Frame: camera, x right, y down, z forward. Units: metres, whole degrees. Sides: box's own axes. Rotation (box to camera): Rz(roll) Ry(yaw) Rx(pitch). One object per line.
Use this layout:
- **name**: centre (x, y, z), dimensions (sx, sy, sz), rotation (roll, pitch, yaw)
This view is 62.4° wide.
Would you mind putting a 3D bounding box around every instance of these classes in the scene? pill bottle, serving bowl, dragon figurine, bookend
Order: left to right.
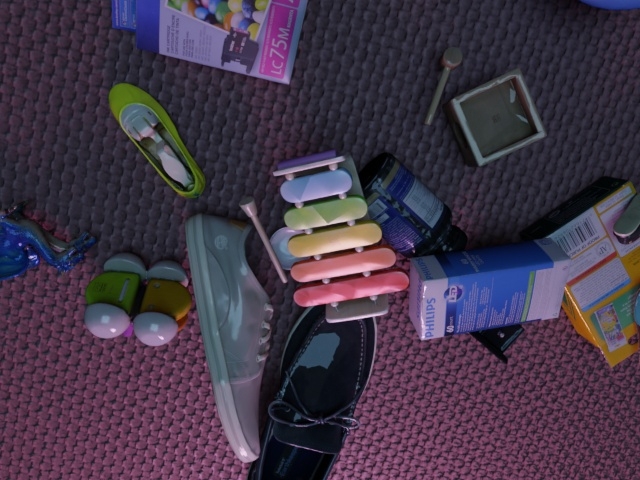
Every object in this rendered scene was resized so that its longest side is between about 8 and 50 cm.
- **dragon figurine**: centre (-0.548, 0.024, 0.916), dimensions (0.288, 0.085, 0.144), rotation (-21, 105, -2)
- **serving bowl**: centre (-0.058, 0.011, 0.996), dimensions (0.083, 0.027, 0.084), rotation (-2, 105, -6)
- **pill bottle**: centre (0.158, -0.045, 0.957), dimensions (0.219, 0.123, 0.123), rotation (41, 96, -14)
- **bookend**: centre (0.354, 0.132, 1.048), dimensions (0.157, 0.072, 0.156), rotation (40, 96, -14)

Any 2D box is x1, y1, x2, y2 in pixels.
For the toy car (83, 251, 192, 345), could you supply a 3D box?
- **toy car**: centre (-0.325, 0.119, 0.949), dimensions (0.181, 0.159, 0.136), rotation (11, 139, -9)

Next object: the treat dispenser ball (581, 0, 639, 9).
- **treat dispenser ball**: centre (0.485, -0.504, 0.797), dimensions (0.287, 0.288, 0.289), rotation (-1, 104, -6)

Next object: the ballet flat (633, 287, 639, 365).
- **ballet flat**: centre (0.648, 0.166, 1.015), dimensions (0.067, 0.073, 0.207), rotation (-18, 110, -30)

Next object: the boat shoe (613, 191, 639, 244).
- **boat shoe**: centre (0.586, -0.049, 0.961), dimensions (0.133, 0.049, 0.042), rotation (-46, 132, -2)

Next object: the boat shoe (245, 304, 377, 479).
- **boat shoe**: centre (-0.015, 0.332, 1.016), dimensions (0.186, 0.156, 0.501), rotation (20, 99, -9)

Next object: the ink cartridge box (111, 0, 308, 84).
- **ink cartridge box**: centre (-0.179, -0.372, 0.830), dimensions (0.310, 0.065, 0.186), rotation (13, 135, -7)

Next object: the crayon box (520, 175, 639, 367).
- **crayon box**: centre (0.569, 0.064, 1.049), dimensions (0.203, 0.083, 0.323), rotation (-34, 104, 3)

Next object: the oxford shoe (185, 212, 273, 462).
- **oxford shoe**: centre (-0.142, 0.167, 0.936), dimensions (0.129, 0.169, 0.450), rotation (-9, 90, -11)

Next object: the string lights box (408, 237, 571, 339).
- **string lights box**: centre (0.292, 0.085, 0.931), dimensions (0.259, 0.077, 0.134), rotation (-8, 123, -6)

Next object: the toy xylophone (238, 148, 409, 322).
- **toy xylophone**: centre (0.000, 0.000, 0.891), dimensions (0.236, 0.081, 0.323), rotation (-18, 118, 18)

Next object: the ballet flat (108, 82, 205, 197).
- **ballet flat**: centre (-0.278, -0.169, 0.902), dimensions (0.077, 0.077, 0.231), rotation (-35, 105, 4)

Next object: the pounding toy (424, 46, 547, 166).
- **pounding toy**: centre (0.265, -0.239, 0.942), dimensions (0.180, 0.094, 0.206), rotation (-25, 96, 5)
